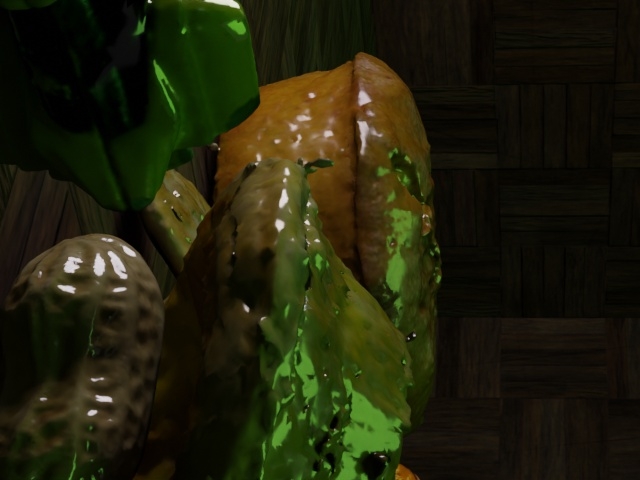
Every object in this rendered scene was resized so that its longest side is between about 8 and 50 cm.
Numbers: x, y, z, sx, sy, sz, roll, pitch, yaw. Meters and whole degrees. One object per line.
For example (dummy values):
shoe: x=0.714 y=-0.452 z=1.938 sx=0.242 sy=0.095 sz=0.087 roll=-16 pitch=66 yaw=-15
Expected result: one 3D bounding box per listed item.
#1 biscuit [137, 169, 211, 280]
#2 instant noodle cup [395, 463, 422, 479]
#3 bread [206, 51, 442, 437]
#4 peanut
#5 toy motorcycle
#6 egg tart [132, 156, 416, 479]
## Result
biscuit: x=-0.050 y=0.046 z=1.202 sx=0.247 sy=0.029 sz=0.118 roll=56 pitch=16 yaw=-3
instant noodle cup: x=-0.033 y=0.244 z=1.190 sx=0.213 sy=0.213 sz=0.174 roll=-69 pitch=165 yaw=-71
bread: x=0.000 y=0.000 z=1.496 sx=0.179 sy=0.194 sz=0.340 roll=21 pitch=67 yaw=-77
peanut: x=-0.122 y=0.071 z=0.877 sx=0.194 sy=0.083 sz=0.093 roll=-84 pitch=-175 yaw=-47
toy motorcycle: x=-0.115 y=-0.138 z=0.724 sx=0.342 sy=0.142 sz=0.206 roll=75 pitch=17 yaw=-57
egg tart: x=-0.040 y=0.121 z=0.954 sx=0.341 sy=0.132 sz=0.341 roll=-162 pitch=-90 yaw=-77
